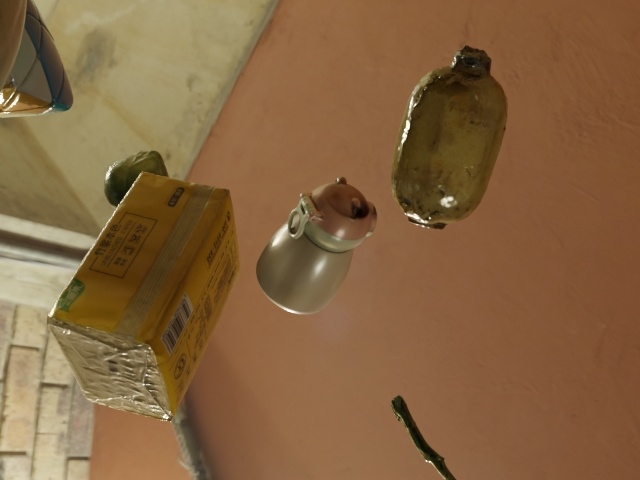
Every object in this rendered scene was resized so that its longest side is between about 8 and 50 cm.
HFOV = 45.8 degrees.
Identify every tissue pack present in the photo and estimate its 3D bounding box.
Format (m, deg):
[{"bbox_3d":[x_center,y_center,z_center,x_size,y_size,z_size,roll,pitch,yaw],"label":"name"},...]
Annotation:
[{"bbox_3d":[-0.319,0.102,1.459,0.228,0.293,0.382,12,-130,12],"label":"tissue pack"}]

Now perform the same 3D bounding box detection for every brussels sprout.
[{"bbox_3d":[-0.389,-0.117,1.617,0.155,0.118,0.155,-9,-143,7],"label":"brussels sprout"}]

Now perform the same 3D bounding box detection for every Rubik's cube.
[{"bbox_3d":[-0.427,-0.265,0.920,0.254,0.254,0.255,-14,-112,40],"label":"Rubik's cube"}]

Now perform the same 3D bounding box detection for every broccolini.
[{"bbox_3d":[0.165,0.302,1.042,0.058,0.071,0.254,-58,-138,22],"label":"broccolini"}]

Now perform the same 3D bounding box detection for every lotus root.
[{"bbox_3d":[0.201,-0.159,1.182,0.146,0.160,0.284,-135,-123,-67],"label":"lotus root"}]

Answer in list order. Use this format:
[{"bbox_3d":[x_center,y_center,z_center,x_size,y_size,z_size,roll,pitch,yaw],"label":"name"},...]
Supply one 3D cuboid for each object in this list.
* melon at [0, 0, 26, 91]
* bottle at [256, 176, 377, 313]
[{"bbox_3d":[-0.325,-0.158,0.482,0.272,0.271,0.308,-44,-167,25],"label":"melon"},{"bbox_3d":[0.000,0.000,1.265,0.237,0.147,0.148,-57,-135,37],"label":"bottle"}]
